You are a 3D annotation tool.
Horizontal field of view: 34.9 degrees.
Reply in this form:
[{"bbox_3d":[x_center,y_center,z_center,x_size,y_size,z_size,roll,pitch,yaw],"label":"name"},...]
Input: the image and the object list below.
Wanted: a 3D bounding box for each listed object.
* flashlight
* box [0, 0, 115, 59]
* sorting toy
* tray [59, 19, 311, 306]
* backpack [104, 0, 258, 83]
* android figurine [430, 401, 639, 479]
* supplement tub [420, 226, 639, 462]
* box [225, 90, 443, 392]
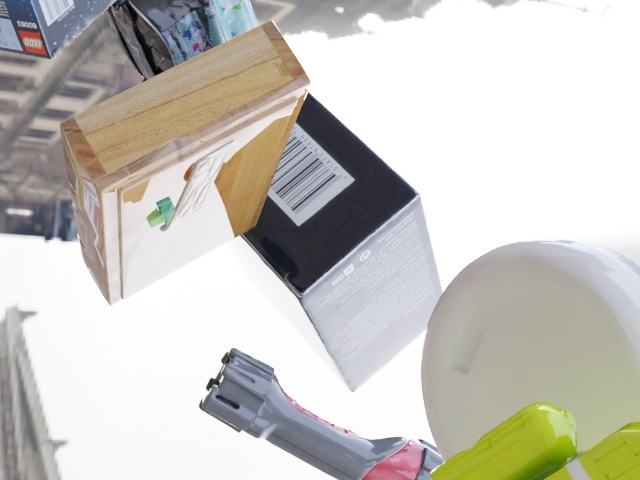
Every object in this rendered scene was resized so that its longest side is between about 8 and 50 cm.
[{"bbox_3d":[0.009,0.228,1.200,0.103,0.304,0.103,-61,-172,-18],"label":"flashlight"},{"bbox_3d":[-0.180,-0.213,0.689,0.159,0.233,0.044,13,-42,24],"label":"box"},{"bbox_3d":[-0.085,-0.034,0.653,0.062,0.012,0.083,-57,176,23],"label":"sorting toy"},{"bbox_3d":[-0.142,-0.053,1.022,0.076,0.202,0.411,58,-17,8],"label":"tray"},{"bbox_3d":[-0.200,-0.306,1.440,0.225,0.191,0.253,48,-19,35],"label":"backpack"},{"bbox_3d":[0.170,0.214,0.590,0.273,0.056,0.248,-41,-109,19],"label":"android figurine"},{"bbox_3d":[0.260,0.102,0.844,0.228,0.316,0.228,6,-82,45],"label":"supplement tub"},{"bbox_3d":[0.000,0.000,1.499,0.293,0.212,0.395,45,-9,28],"label":"box"}]
